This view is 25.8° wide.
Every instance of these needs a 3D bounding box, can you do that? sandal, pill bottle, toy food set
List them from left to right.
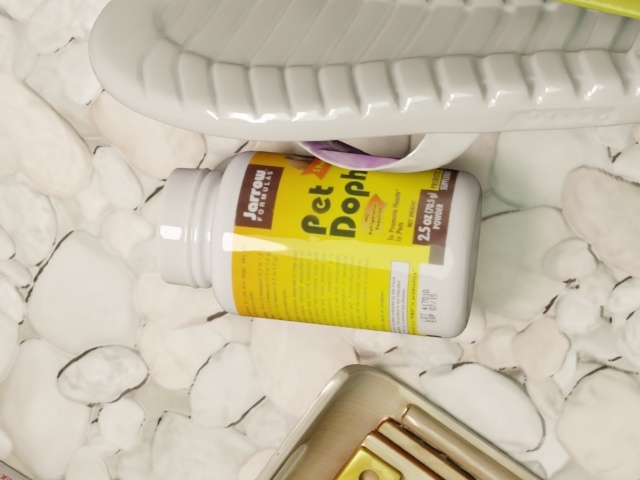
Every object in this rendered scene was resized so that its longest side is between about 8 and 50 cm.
[{"bbox_3d":[0.000,0.000,0.971,0.215,0.117,0.117,6,103,9],"label":"pill bottle"},{"bbox_3d":[0.046,-0.103,0.941,0.416,0.169,0.102,4,136,10],"label":"sandal"},{"bbox_3d":[0.078,0.259,1.027,0.306,0.092,0.219,35,106,1],"label":"toy food set"}]

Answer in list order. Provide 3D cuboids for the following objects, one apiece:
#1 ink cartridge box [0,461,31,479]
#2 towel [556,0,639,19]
[{"bbox_3d":[-0.297,0.227,1.028,0.154,0.212,0.093,32,102,3],"label":"ink cartridge box"},{"bbox_3d":[0.119,-0.203,0.925,0.237,0.021,0.102,14,60,7],"label":"towel"}]
